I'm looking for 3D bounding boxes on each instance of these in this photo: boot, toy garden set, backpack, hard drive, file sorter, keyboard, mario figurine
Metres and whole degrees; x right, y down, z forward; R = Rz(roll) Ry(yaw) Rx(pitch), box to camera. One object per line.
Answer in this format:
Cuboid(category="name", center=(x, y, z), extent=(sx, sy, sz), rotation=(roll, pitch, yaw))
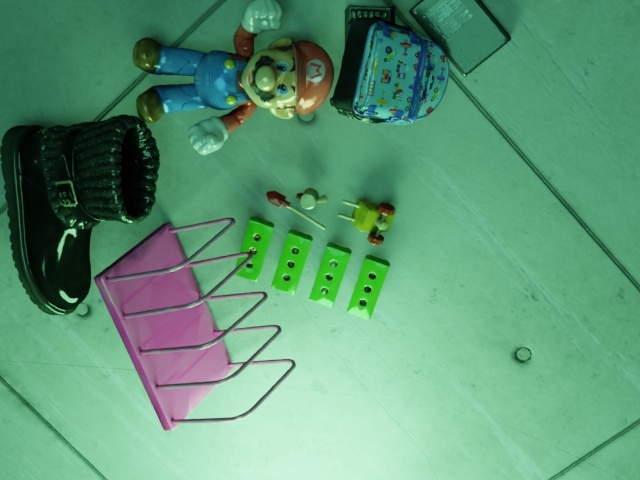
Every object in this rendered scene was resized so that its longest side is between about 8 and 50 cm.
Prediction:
Cuboid(category="boot", center=(-0.377, -0.033, 1.971), extent=(0.260, 0.131, 0.348), rotation=(2, 113, 28))
Cuboid(category="toy garden set", center=(0.000, 0.000, 2.012), extent=(0.244, 0.049, 0.204), rotation=(19, 115, 2))
Cuboid(category="backpack", center=(0.121, -0.247, 1.827), extent=(0.173, 0.117, 0.158), rotation=(11, 97, -29))
Cuboid(category="hard drive", center=(0.215, -0.332, 1.859), extent=(0.094, 0.022, 0.135), rotation=(-38, 101, 20))
Cuboid(category="file sorter", center=(-0.192, 0.132, 1.980), extent=(0.182, 0.202, 0.290), rotation=(-9, 111, 35))
Cuboid(category="keyboard", center=(0.091, -0.278, 1.900), extent=(0.108, 0.023, 0.180), rotation=(3, 113, 7))
Cuboid(category="mario figurine", center=(-0.138, -0.253, 1.860), extent=(0.320, 0.170, 0.198), rotation=(-1, 137, 15))
